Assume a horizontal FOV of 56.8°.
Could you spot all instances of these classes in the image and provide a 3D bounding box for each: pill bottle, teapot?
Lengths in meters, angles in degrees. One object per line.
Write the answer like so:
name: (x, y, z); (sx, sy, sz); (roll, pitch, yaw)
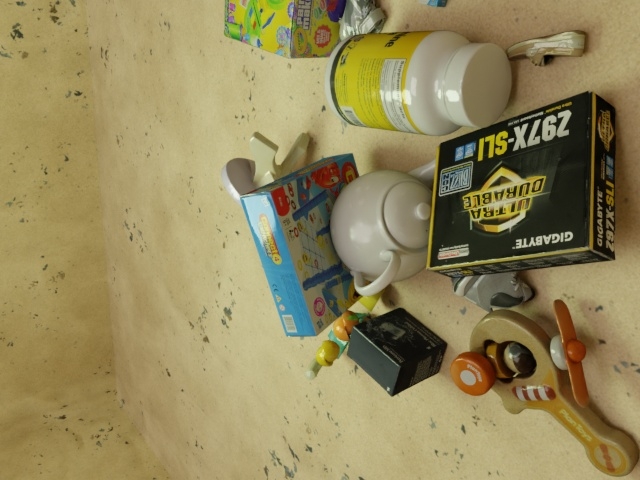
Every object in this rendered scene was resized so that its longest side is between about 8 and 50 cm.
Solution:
pill bottle: (0.178, -0.298, 1.121); (0.334, 0.188, 0.187); (20, 117, 47)
teapot: (0.152, -0.033, 1.189); (0.187, 0.253, 0.255); (-20, 81, 61)

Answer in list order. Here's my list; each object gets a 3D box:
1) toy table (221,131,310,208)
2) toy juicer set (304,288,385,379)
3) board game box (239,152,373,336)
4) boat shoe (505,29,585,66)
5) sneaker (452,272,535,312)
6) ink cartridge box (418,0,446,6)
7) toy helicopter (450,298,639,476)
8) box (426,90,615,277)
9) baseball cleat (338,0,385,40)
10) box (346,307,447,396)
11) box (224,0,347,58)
toy table: (-0.099, -0.152, 1.515); (0.161, 0.274, 0.252); (-41, 35, 40)
toy juicer set: (0.055, 0.258, 1.471); (0.090, 0.209, 0.329); (32, 134, 6)
board game box: (0.000, 0.000, 1.262); (0.086, 0.302, 0.308); (-6, 107, 38)
boat shoe: (0.369, -0.312, 0.981); (0.135, 0.050, 0.045); (3, 99, 52)
sneaker: (0.364, 0.044, 1.108); (0.132, 0.086, 0.228); (36, 117, 4)
ink cartridge box: (0.221, -0.493, 1.129); (0.048, 0.028, 0.083); (34, 128, 41)
toy helicopter: (0.428, 0.265, 1.068); (0.355, 0.140, 0.235); (46, 132, 16)
box: (0.330, -0.079, 1.007); (0.322, 0.079, 0.256); (-12, 64, 54)
baseball cleat: (0.098, -0.519, 1.263); (0.110, 0.072, 0.205); (27, 128, 29)
box: (0.172, 0.248, 1.343); (0.156, 0.158, 0.093); (37, 130, 39)
box: (-0.071, -0.590, 1.353); (0.279, 0.177, 0.289); (34, 127, 42)
